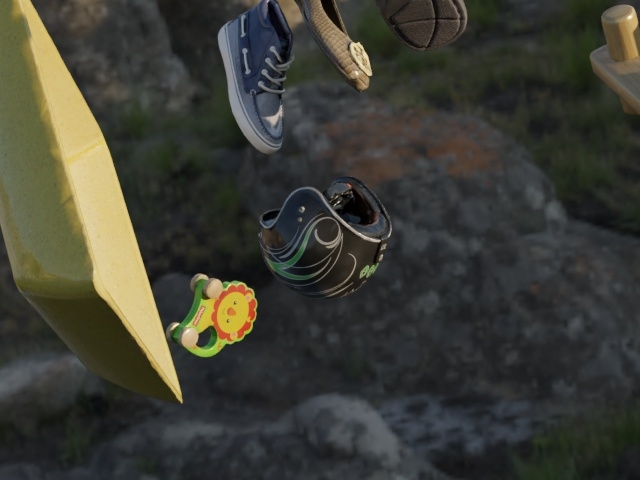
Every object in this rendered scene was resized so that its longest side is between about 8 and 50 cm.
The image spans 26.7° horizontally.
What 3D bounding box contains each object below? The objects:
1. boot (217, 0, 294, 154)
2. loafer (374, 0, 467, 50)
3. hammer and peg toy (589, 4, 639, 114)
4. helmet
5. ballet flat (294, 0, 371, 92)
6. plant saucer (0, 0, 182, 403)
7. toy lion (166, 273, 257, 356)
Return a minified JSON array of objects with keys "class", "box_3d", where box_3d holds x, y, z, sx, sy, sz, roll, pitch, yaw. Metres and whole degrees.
[{"class":"boot","box_3d":[-0.068,-0.207,1.679,0.086,0.190,0.069,-31,-23,35]},{"class":"loafer","box_3d":[0.068,-0.316,1.369,0.109,0.302,0.095,-19,53,11]},{"class":"hammer and peg toy","box_3d":[0.458,-0.162,1.339,0.266,0.127,0.361,-25,33,-3]},{"class":"helmet","box_3d":[0.000,0.000,1.854,0.161,0.169,0.169,-47,-1,30]},{"class":"ballet flat","box_3d":[0.011,-0.276,1.667,0.058,0.084,0.250,-32,48,7]},{"class":"plant saucer","box_3d":[-0.241,-0.026,1.281,0.081,0.333,0.332,-19,-25,-2]},{"class":"toy lion","box_3d":[-0.118,0.089,1.548,0.034,0.096,0.100,13,72,46]}]
